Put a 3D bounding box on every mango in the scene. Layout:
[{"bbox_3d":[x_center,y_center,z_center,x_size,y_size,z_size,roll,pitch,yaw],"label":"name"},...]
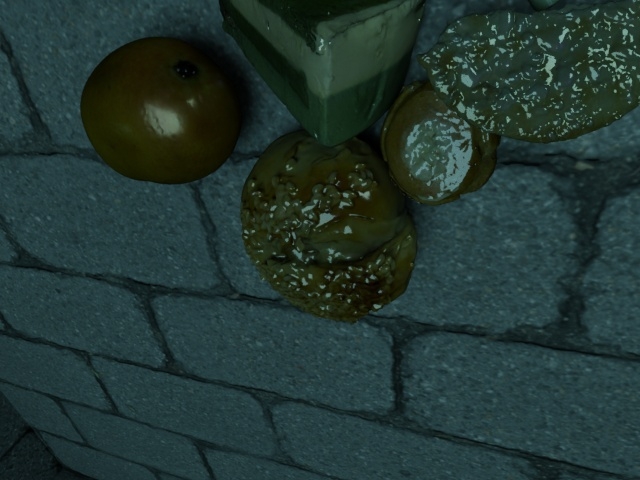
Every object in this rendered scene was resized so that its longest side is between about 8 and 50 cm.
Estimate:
[{"bbox_3d":[-0.254,-0.183,0.710,0.317,0.173,0.211,-9,127,44],"label":"mango"}]

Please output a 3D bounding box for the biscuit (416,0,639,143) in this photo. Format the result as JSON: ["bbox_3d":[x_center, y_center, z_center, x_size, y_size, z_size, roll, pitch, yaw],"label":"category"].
[{"bbox_3d":[0.248,-0.175,0.487,0.289,0.038,0.142,-5,98,6],"label":"biscuit"}]

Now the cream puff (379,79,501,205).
[{"bbox_3d":[0.155,-0.125,0.587,0.150,0.115,0.165,41,122,11],"label":"cream puff"}]

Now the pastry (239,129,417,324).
[{"bbox_3d":[0.000,0.000,0.702,0.284,0.184,0.316,5,128,30],"label":"pastry"}]

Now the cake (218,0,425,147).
[{"bbox_3d":[-0.044,-0.238,0.543,0.283,0.172,0.158,23,145,11],"label":"cake"}]

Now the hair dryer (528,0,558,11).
[{"bbox_3d":[0.155,-0.305,0.494,0.218,0.089,0.225,33,145,-6],"label":"hair dryer"}]
